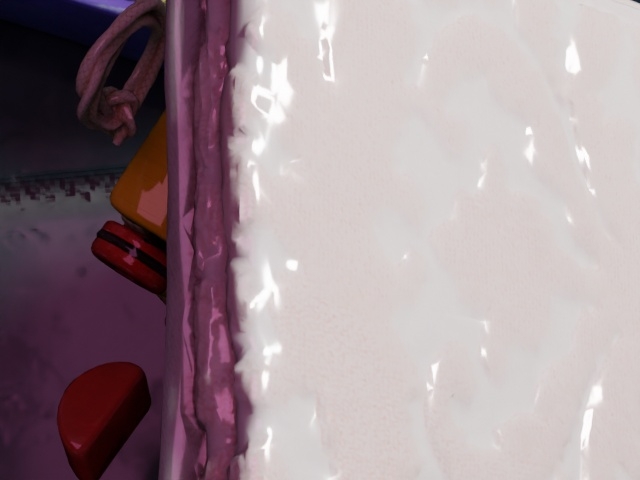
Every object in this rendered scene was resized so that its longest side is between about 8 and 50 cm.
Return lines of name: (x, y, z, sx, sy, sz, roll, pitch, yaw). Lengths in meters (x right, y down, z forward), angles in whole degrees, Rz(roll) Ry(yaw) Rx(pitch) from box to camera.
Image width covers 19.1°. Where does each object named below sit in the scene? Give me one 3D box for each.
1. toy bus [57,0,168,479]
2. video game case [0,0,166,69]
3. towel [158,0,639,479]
toy bus: (0.005, -0.001, 0.619, 0.104, 0.191, 0.202, 29, 36, 15)
video game case: (-0.118, -0.213, 0.749, 0.269, 0.061, 0.244, 18, 77, 10)
towel: (0.078, 0.087, 0.555, 0.053, 0.317, 0.332, -13, 71, 44)
